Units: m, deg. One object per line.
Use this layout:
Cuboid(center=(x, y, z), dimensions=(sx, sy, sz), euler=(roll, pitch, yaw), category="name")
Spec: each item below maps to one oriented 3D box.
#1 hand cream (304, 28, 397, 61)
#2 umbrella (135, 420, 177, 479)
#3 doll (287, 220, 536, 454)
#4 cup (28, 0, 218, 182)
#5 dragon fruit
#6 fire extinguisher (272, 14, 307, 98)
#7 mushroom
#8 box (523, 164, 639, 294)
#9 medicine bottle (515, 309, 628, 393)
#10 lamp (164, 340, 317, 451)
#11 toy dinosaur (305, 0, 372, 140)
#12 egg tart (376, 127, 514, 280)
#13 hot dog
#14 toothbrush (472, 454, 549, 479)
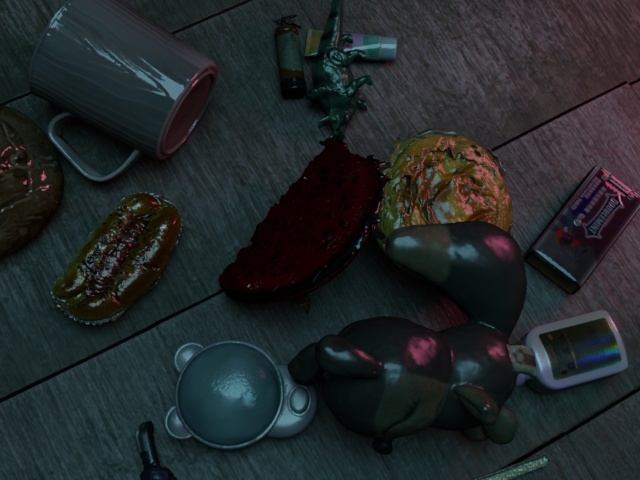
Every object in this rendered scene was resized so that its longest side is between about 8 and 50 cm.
Cuboid(center=(0.059, -0.374, 1.868), dimensions=(0.174, 0.047, 0.076), euler=(5, 53, 1), category="hand cream")
Cuboid(center=(-0.257, 0.408, 1.538), dimensions=(0.071, 0.071, 0.248), euler=(-19, 69, -13), category="umbrella")
Cuboid(center=(0.140, 0.150, 1.560), dimensions=(0.382, 0.252, 0.378), euler=(14, 65, -22), category="doll")
Cuboid(center=(-0.359, -0.265, 1.692), dimensions=(0.273, 0.208, 0.288), euler=(31, 68, 4), category="cup")
Cuboid(center=(0.000, 0.000, 1.632), dimensions=(0.343, 0.282, 0.100), euler=(-50, 122, -5), category="dragon fruit")
Cuboid(center=(-0.057, -0.356, 1.845), dimensions=(0.062, 0.050, 0.177), euler=(5, 68, -31), category="fire extinguisher")
Cuboid(center=(-0.523, -0.082, 1.658), dimensions=(0.151, 0.156, 0.285), euler=(20, 73, -26), category="mushroom")
Cuboid(center=(0.482, -0.021, 1.773), dimensions=(0.120, 0.069, 0.224), euler=(37, 71, 7), category="box")
Cuboid(center=(0.413, 0.200, 1.679), dimensions=(0.219, 0.078, 0.115), euler=(-13, 74, -11), category="medicine bottle")
Cuboid(center=(-0.125, 0.254, 1.582), dimensions=(0.246, 0.108, 0.179), euler=(8, 74, -4), category="lamp")
Cuboid(center=(0.045, -0.332, 1.807), dimensions=(0.120, 0.079, 0.291), euler=(11, 88, -2), category="toy dinosaur")
Cuboid(center=(0.209, -0.059, 1.732), dimensions=(0.297, 0.132, 0.297), euler=(4, 77, -19), category="egg tart")
Cuboid(center=(-0.340, 0.032, 1.656), dimensions=(0.144, 0.075, 0.268), euler=(32, 67, 8), category="hot dog")
Cuboid(center=(0.252, 0.411, 1.613), dimensions=(0.294, 0.028, 0.026), euler=(-15, 74, -17), category="toothbrush")
